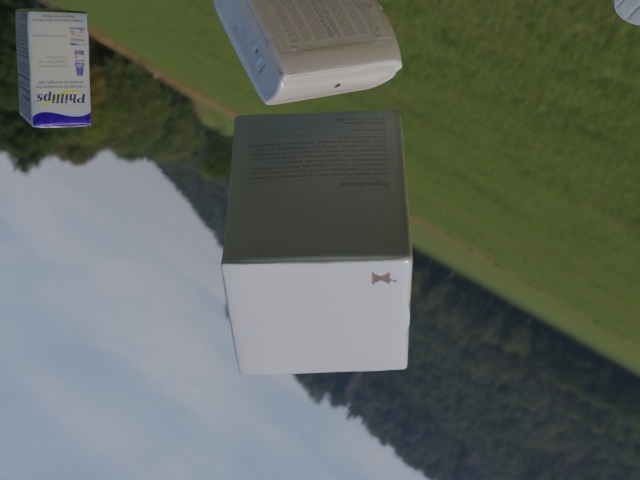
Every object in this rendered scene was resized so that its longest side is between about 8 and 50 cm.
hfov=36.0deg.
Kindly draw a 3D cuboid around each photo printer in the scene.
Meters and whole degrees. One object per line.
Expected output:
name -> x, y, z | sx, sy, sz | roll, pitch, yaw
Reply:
photo printer -> -0.010, -0.379, 1.762 | 0.308, 0.107, 0.256 | -16, -108, -36

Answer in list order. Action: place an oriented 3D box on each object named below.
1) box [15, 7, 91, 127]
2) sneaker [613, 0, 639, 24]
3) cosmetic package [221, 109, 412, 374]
box -> -0.329, -0.214, 1.208 | 0.072, 0.137, 0.126 | -4, -165, -22
sneaker -> 0.413, -0.333, 1.031 | 0.094, 0.258, 0.091 | 33, -139, -16
cosmetic package -> 0.000, 0.000, 1.867 | 0.328, 0.329, 0.393 | -1, -133, 1
